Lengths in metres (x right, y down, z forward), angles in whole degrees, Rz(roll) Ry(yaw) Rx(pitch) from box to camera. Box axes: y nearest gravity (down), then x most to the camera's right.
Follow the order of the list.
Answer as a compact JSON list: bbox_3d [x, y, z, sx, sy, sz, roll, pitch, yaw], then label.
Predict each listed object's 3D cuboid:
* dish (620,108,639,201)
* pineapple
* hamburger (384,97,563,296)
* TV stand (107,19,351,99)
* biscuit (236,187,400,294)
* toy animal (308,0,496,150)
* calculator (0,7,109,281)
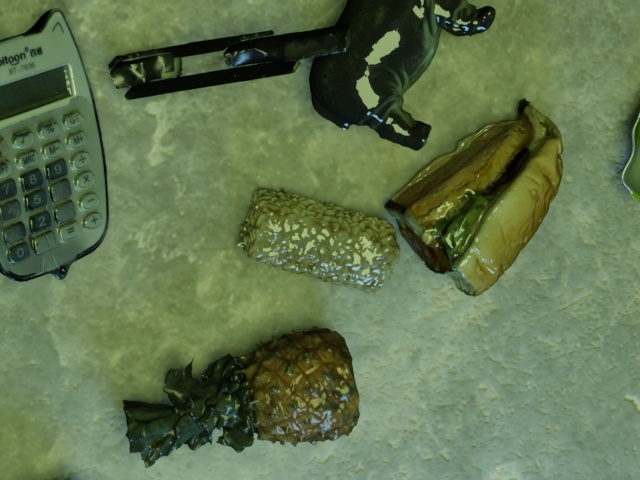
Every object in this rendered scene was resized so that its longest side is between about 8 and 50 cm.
[{"bbox_3d":[0.370,-0.109,1.930,0.091,0.039,0.137,25,95,-19],"label":"dish"},{"bbox_3d":[-0.086,0.170,1.849,0.248,0.128,0.128,-12,102,-5],"label":"pineapple"},{"bbox_3d":[0.192,-0.041,1.856,0.208,0.155,0.135,-39,109,-10],"label":"hamburger"},{"bbox_3d":[-0.090,-0.183,1.778,0.249,0.036,0.042,-8,109,14],"label":"TV stand"},{"bbox_3d":[0.000,0.000,1.861,0.168,0.070,0.082,17,105,-16],"label":"biscuit"},{"bbox_3d":[0.098,-0.268,1.815,0.168,0.106,0.343,13,91,-4],"label":"toy animal"},{"bbox_3d":[-0.287,-0.088,1.756,0.177,0.040,0.268,-25,108,-46],"label":"calculator"}]
